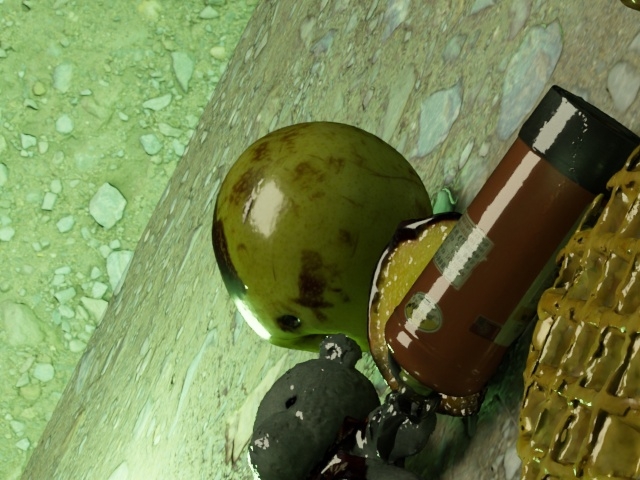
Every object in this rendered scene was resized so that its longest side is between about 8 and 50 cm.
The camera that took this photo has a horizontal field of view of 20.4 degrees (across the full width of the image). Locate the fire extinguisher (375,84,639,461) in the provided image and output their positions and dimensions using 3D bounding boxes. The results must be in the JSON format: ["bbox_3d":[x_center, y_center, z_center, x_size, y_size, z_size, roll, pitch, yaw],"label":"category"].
[{"bbox_3d":[0.164,0.033,1.701,0.376,0.113,0.200,-56,-6,11],"label":"fire extinguisher"}]

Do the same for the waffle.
[{"bbox_3d":[0.262,0.059,1.407,0.379,0.095,0.382,-57,15,37],"label":"waffle"}]

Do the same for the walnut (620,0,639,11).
[{"bbox_3d":[0.328,-0.272,1.575,0.166,0.149,0.166,-37,10,8],"label":"walnut"}]

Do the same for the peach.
[{"bbox_3d":[0.137,0.084,1.829,0.189,0.068,0.279,-53,36,28],"label":"peach"}]

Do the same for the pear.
[{"bbox_3d":[0.000,0.000,2.068,0.283,0.284,0.283,-58,17,28],"label":"pear"}]

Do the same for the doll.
[{"bbox_3d":[0.013,0.237,1.777,0.246,0.158,0.340,-56,27,18],"label":"doll"}]
